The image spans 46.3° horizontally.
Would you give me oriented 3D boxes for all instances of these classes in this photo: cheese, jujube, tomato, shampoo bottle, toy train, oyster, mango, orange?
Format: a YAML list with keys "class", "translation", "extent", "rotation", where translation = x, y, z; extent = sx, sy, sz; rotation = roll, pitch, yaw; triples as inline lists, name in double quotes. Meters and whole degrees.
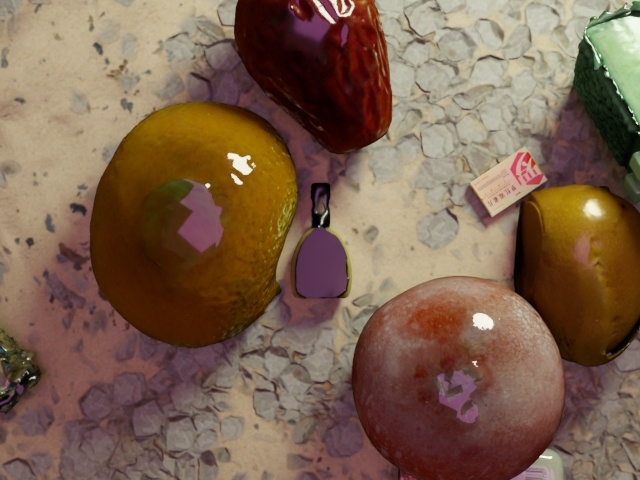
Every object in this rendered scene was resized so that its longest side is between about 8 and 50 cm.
- class: "cheese"
  translation: [0.000, 0.000, 1.044]
  extent: [0.086, 0.036, 0.163]
  rotation: [-1, 90, 6]
- class: "jujube"
  translation: [0.001, -0.242, 0.987]
  extent: [0.190, 0.190, 0.255]
  rotation: [-27, 106, 3]
- class: "tomato"
  translation: [0.171, 0.177, 0.938]
  extent: [0.270, 0.227, 0.270]
  rotation: [-1, 80, 7]
- class: "shampoo bottle"
  translation: [0.217, 0.332, 1.026]
  extent: [0.220, 0.051, 0.108]
  rotation: [3, 90, 3]
- class: "toy train"
  translation: [0.444, -0.181, 0.943]
  extent: [0.188, 0.159, 0.272]
  rotation: [-23, 69, 5]
- class: "oyster"
  translation: [-0.522, 0.160, 1.050]
  extent: [0.259, 0.092, 0.198]
  rotation: [10, 91, 12]
- class: "mango"
  translation: [0.351, 0.046, 0.978]
  extent: [0.166, 0.136, 0.236]
  rotation: [3, 96, -1]
- class: "orange"
  translation: [-0.179, -0.025, 0.998]
  extent: [0.262, 0.196, 0.335]
  rotation: [24, 98, 16]

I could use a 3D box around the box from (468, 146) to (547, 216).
- class: "box"
  translation: [0.261, -0.081, 1.040]
  extent: [0.093, 0.015, 0.058]
  rotation: [-34, 90, 3]
